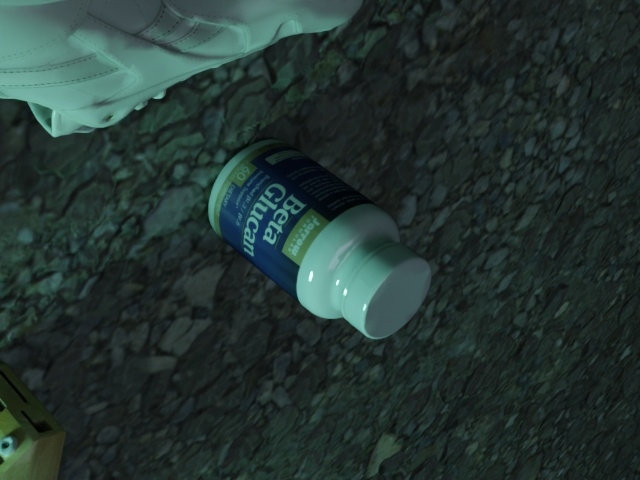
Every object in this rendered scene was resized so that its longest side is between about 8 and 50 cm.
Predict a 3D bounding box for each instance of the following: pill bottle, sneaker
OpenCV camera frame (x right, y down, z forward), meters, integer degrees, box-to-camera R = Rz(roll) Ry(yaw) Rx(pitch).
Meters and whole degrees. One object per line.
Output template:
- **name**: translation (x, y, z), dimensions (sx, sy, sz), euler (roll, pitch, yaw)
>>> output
- **pill bottle**: translation (0.000, 0.000, 0.801), dimensions (0.094, 0.169, 0.094), euler (-30, 140, -30)
- **sneaker**: translation (-0.106, -0.142, 0.631), dimensions (0.305, 0.114, 0.152), euler (-10, 141, -40)

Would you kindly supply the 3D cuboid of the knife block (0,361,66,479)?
- **knife block**: translation (-0.262, 0.254, 0.793), dimensions (0.276, 0.088, 0.242), euler (-46, 146, -10)
